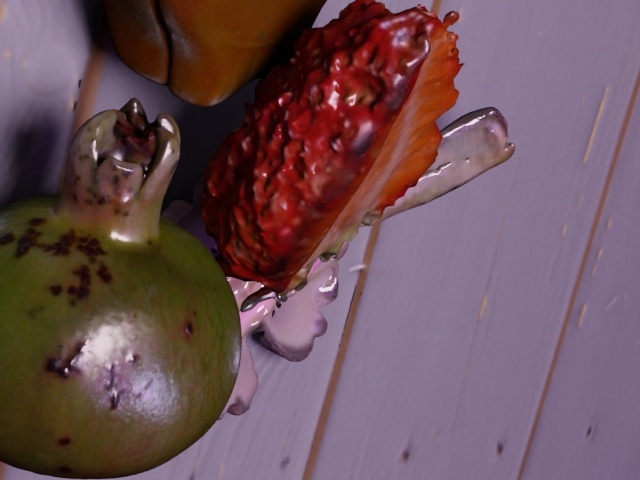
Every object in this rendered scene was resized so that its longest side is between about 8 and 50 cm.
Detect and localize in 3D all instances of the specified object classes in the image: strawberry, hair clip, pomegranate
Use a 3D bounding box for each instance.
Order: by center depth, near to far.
[{"bbox_3d":[-0.123,0.033,0.838,0.179,0.179,0.210,36,87,-46],"label":"pomegranate"},{"bbox_3d":[-0.005,-0.059,0.842,0.174,0.098,0.228,-43,169,-19],"label":"strawberry"},{"bbox_3d":[-0.002,-0.004,1.013,0.300,0.069,0.173,-34,124,-15],"label":"hair clip"}]

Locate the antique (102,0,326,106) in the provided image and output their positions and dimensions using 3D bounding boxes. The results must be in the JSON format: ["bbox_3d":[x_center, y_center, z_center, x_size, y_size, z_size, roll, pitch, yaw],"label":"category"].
[{"bbox_3d":[-0.038,-0.215,0.811,0.223,0.129,0.278,-38,157,-48],"label":"antique"}]
